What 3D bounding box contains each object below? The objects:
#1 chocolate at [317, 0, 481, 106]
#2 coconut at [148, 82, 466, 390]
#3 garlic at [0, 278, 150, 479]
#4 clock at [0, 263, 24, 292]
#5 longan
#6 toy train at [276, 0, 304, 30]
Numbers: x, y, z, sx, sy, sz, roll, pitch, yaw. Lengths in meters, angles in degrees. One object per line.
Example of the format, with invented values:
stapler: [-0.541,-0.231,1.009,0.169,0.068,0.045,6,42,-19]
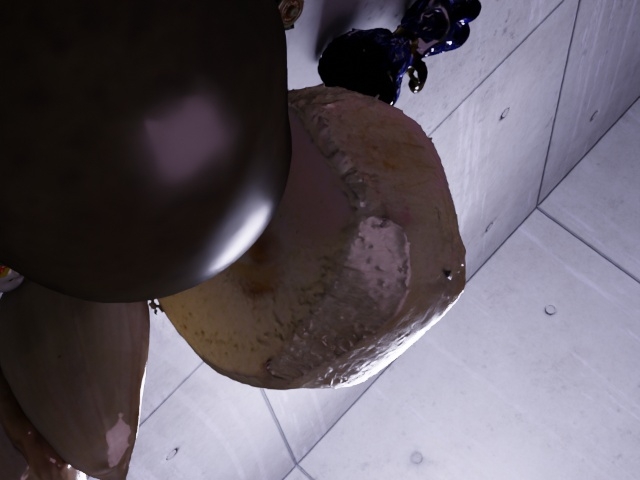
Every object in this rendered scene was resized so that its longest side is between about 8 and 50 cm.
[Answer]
chocolate: [0.134,-0.294,1.556,0.343,0.126,0.148,-41,121,-44]
coconut: [0.000,0.000,1.370,0.404,0.404,0.404,-42,158,-22]
garlic: [-0.303,0.168,1.164,0.286,0.313,0.249,-15,134,6]
clock: [-0.348,-0.002,1.043,0.231,0.103,0.144,-15,131,-59]
longan: [-0.177,-0.124,0.915,0.361,0.361,0.361,-42,158,-22]
toy train: [-0.092,-0.274,1.157,0.194,0.081,0.125,-35,144,-30]
